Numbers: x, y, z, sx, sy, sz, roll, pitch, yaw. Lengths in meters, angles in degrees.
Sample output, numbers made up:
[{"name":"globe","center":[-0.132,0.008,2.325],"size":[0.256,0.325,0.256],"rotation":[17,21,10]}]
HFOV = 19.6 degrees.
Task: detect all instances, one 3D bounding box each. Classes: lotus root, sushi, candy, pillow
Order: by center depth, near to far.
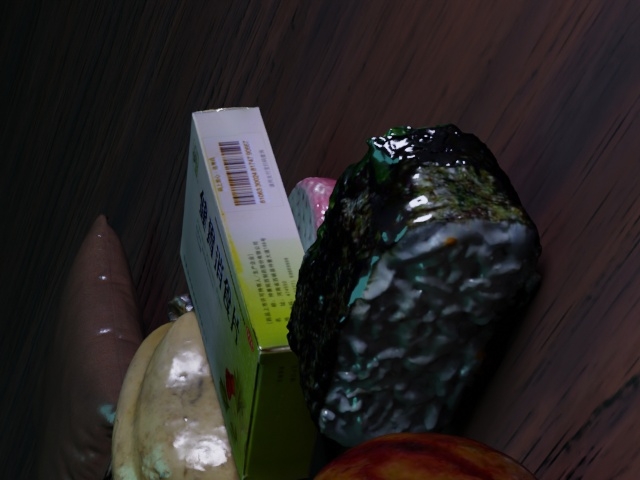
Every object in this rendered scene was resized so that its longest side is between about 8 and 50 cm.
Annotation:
[{"name":"sushi","center":[0.053,0.029,1.223],"size":[0.127,0.124,0.225],"rotation":[-106,29,-45]},{"name":"candy","center":[0.000,0.000,1.490],"size":[0.103,0.043,0.103],"rotation":[-178,90,-69]},{"name":"lotus root","center":[-0.100,0.170,1.582],"size":[0.154,0.140,0.257],"rotation":[-20,55,35]},{"name":"pillow","center":[-0.252,0.181,2.021],"size":[0.305,0.108,0.308],"rotation":[-105,28,-46]}]

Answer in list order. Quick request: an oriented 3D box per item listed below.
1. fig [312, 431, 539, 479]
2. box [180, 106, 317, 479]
[{"name":"fig","center":[0.056,0.232,1.079],"size":[0.235,0.214,0.235],"rotation":[0,-90,-85]},{"name":"box","center":[-0.057,0.043,1.491],"size":[0.175,0.062,0.260],"rotation":[99,160,-47]}]
